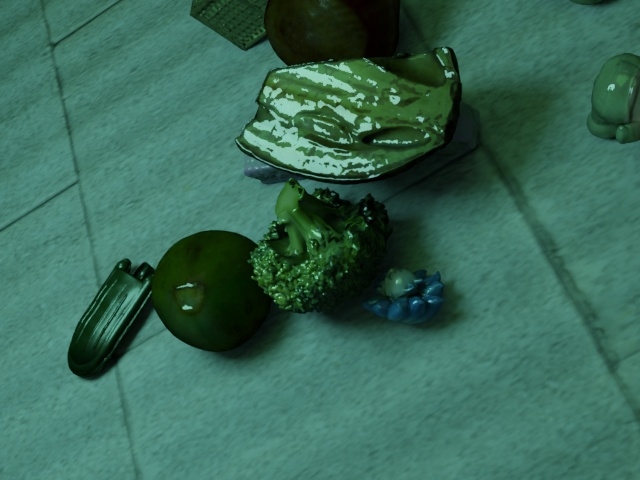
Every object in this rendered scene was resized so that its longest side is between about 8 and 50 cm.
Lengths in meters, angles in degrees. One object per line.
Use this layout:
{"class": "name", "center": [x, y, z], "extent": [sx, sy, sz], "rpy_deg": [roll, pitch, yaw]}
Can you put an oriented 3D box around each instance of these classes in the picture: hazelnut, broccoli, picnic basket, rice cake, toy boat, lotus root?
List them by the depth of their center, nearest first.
{"class": "broccoli", "center": [0.002, 0.001, 1.318], "extent": [0.197, 0.176, 0.226], "rpy_deg": [-14, 62, 23]}
{"class": "lotus root", "center": [0.051, -0.172, 1.343], "extent": [0.314, 0.142, 0.210], "rpy_deg": [11, 85, 24]}
{"class": "rice cake", "center": [0.048, -0.145, 1.449], "extent": [0.399, 0.064, 0.070], "rpy_deg": [-7, 66, 26]}
{"class": "hazelnut", "center": [0.027, -0.350, 1.504], "extent": [0.229, 0.229, 0.230], "rpy_deg": [-14, 57, 22]}
{"class": "toy boat", "center": [-0.337, 0.122, 1.519], "extent": [0.104, 0.052, 0.210], "rpy_deg": [23, 77, 35]}
{"class": "picnic basket", "center": [-0.113, -0.461, 1.647], "extent": [0.196, 0.134, 0.154], "rpy_deg": [-27, 46, 42]}

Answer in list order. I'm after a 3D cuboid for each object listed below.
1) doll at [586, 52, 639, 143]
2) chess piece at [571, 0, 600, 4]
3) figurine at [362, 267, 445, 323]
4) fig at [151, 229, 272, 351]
{"class": "doll", "center": [0.457, -0.170, 1.198], "extent": [0.275, 0.113, 0.155], "rpy_deg": [19, 70, 37]}
{"class": "chess piece", "center": [0.337, -0.433, 1.421], "extent": [0.243, 0.133, 0.133], "rpy_deg": [37, 85, 35]}
{"class": "figurine", "center": [0.120, 0.073, 1.267], "extent": [0.114, 0.114, 0.079], "rpy_deg": [-6, 104, 27]}
{"class": "fig", "center": [-0.161, 0.073, 1.375], "extent": [0.181, 0.191, 0.181], "rpy_deg": [0, 91, 7]}
